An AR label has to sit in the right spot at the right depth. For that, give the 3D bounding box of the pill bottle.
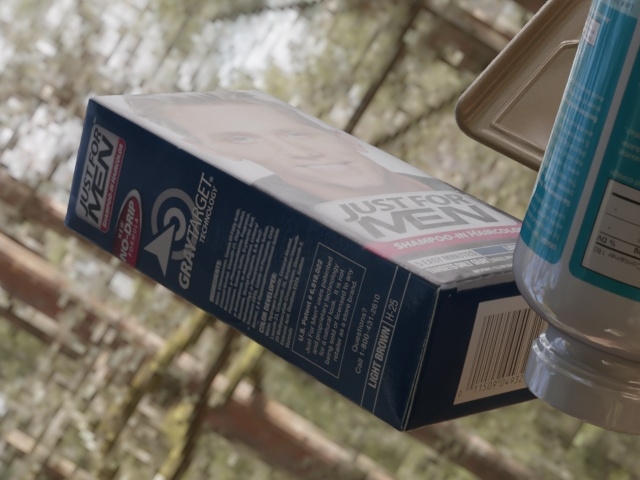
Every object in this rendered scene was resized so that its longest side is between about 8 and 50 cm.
[{"bbox_3d":[0.192,-0.030,1.030,0.146,0.146,0.264,-63,-11,-74],"label":"pill bottle"}]

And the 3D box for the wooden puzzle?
[{"bbox_3d":[0.275,-0.122,1.696,0.221,0.238,0.044,-47,-25,-24],"label":"wooden puzzle"}]

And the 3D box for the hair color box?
[{"bbox_3d":[0.000,0.000,1.296,0.174,0.347,0.105,-7,-63,-46],"label":"hair color box"}]
